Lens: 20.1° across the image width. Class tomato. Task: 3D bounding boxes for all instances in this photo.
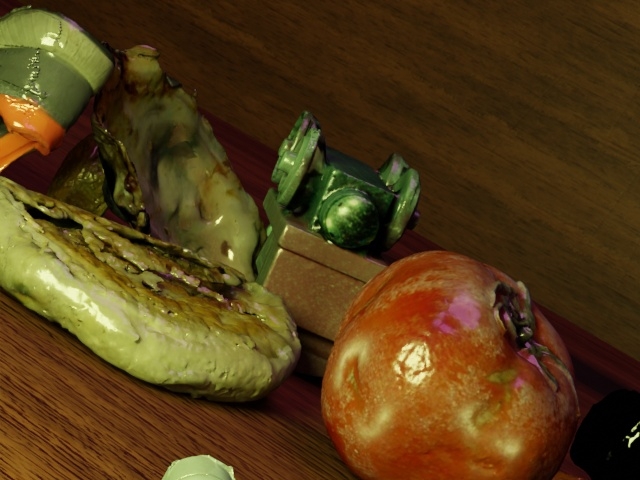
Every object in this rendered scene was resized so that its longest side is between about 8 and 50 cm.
[{"bbox_3d":[0.103,0.125,1.476,0.232,0.188,0.232,43,28,-29],"label":"tomato"}]

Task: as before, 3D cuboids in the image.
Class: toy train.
[{"bbox_3d":[0.000,0.000,1.824,0.150,0.221,0.304,23,8,-7],"label":"toy train"}]

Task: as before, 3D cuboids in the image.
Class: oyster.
[{"bbox_3d":[-0.150,-0.059,1.850,0.096,0.221,0.361,-8,-21,20],"label":"oyster"}]

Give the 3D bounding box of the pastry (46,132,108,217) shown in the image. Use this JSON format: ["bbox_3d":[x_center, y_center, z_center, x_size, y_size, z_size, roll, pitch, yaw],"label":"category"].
[{"bbox_3d":[-0.242,-0.063,1.870,0.057,0.097,0.109,30,-6,-22],"label":"pastry"}]

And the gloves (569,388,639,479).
[{"bbox_3d":[0.370,0.251,1.714,0.301,0.152,0.197,22,-4,-15],"label":"gloves"}]

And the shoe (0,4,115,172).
[{"bbox_3d":[-0.351,-0.109,1.710,0.336,0.171,0.132,-4,-34,37],"label":"shoe"}]

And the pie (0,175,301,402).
[{"bbox_3d":[-0.160,0.037,1.548,0.339,0.077,0.339,28,7,-4],"label":"pie"}]

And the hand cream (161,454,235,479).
[{"bbox_3d":[-0.067,0.181,1.019,0.078,0.050,0.205,26,11,-12],"label":"hand cream"}]

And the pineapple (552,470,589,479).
[{"bbox_3d":[0.209,0.241,1.595,0.116,0.069,0.137,13,6,-44],"label":"pineapple"}]
